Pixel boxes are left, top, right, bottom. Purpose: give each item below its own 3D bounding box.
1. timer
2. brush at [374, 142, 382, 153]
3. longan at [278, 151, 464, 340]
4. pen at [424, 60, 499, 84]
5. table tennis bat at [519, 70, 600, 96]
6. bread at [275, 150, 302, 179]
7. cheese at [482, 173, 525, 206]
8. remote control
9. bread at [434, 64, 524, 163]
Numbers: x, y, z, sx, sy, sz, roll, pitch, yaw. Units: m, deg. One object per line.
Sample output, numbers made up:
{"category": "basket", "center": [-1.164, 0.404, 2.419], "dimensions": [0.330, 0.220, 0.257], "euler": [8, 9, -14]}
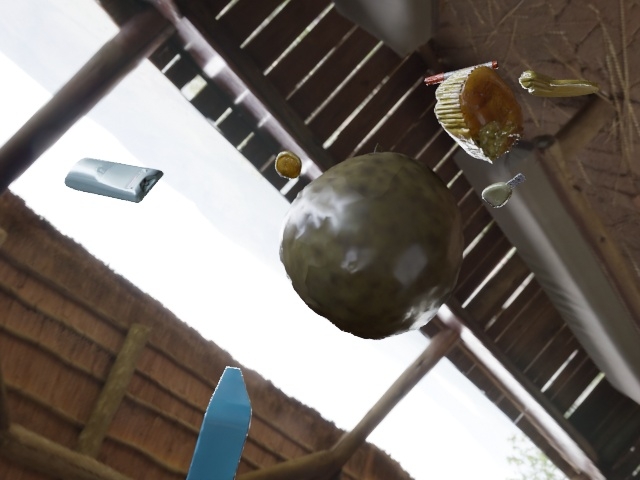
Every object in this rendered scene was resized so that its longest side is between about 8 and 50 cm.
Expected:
{"category": "timer", "center": [-0.227, 0.412, 1.150], "dimensions": [0.091, 0.232, 0.250], "euler": [14, -175, -13]}
{"category": "brush", "center": [0.181, -0.262, 1.882], "dimensions": [0.027, 0.190, 0.034], "euler": [-9, 141, 41]}
{"category": "longan", "center": [0.106, 0.011, 1.123], "dimensions": [0.391, 0.391, 0.391], "euler": [42, 177, 3]}
{"category": "pen", "center": [0.460, -0.547, 1.758], "dimensions": [0.239, 0.028, 0.028], "euler": [-5, 148, 30]}
{"category": "table tennis bat", "center": [0.699, -0.459, 1.604], "dimensions": [0.321, 0.050, 0.198], "euler": [-3, -172, -39]}
{"category": "bread", "center": [-0.117, -0.277, 1.977], "dimensions": [0.110, 0.110, 0.024], "euler": [42, -151, 0]}
{"category": "cheese", "center": [0.707, -0.197, 2.047], "dimensions": [0.097, 0.037, 0.192], "euler": [39, 146, -4]}
{"category": "remote control", "center": [-0.515, -0.156, 1.311], "dimensions": [0.293, 0.103, 0.051], "euler": [13, 148, 30]}
{"category": "bread", "center": [0.412, -0.324, 1.372], "dimensions": [0.250, 0.179, 0.133], "euler": [50, 163, -26]}
